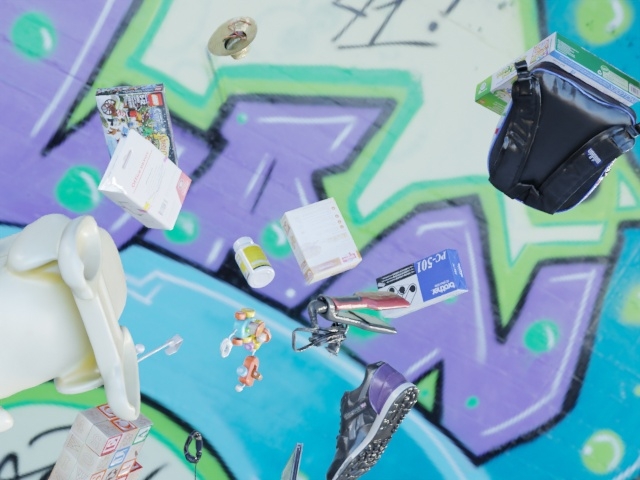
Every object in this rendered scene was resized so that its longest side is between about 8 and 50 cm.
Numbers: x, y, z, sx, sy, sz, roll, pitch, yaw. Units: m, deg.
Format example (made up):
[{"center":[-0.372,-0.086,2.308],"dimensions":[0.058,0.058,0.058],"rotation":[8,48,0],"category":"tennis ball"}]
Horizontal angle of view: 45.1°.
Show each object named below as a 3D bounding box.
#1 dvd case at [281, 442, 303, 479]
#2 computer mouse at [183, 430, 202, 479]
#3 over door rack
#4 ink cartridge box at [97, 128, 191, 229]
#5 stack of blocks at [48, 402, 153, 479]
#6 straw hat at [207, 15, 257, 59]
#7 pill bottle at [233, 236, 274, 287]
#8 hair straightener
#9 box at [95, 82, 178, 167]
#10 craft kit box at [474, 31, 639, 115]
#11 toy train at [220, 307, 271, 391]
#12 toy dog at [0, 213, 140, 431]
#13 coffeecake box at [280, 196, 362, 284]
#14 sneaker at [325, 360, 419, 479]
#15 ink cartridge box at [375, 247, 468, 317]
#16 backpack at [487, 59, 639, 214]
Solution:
[{"center":[-0.072,0.535,1.525],"dimensions":[0.018,0.164,0.221],"rotation":[14,51,-5],"category":"dvd case"},{"center":[-0.246,0.493,1.589],"dimensions":[0.071,0.041,0.242],"rotation":[43,22,-41],"category":"computer mouse"},{"center":[-0.475,0.182,1.750],"dimensions":[0.239,0.108,0.324],"rotation":[45,23,12],"category":"over door rack"},{"center":[-0.337,-0.114,1.441],"dimensions":[0.067,0.115,0.198],"rotation":[7,-22,28],"category":"ink cartridge box"},{"center":[-0.445,0.466,1.534],"dimensions":[0.087,0.297,0.171],"rotation":[33,16,23],"category":"stack of blocks"},{"center":[-0.208,-0.493,1.939],"dimensions":[0.144,0.144,0.061],"rotation":[37,-15,36],"category":"straw hat"},{"center":[-0.156,0.047,1.757],"dimensions":[0.065,0.065,0.116],"rotation":[19,30,-47],"category":"pill bottle"},{"center":[0.034,0.107,0.918],"dimensions":[0.047,0.089,0.230],"rotation":[28,12,25],"category":"hair straightener"},{"center":[-0.444,-0.265,1.882],"dimensions":[0.159,0.233,0.044],"rotation":[-5,39,-2],"category":"box"},{"center":[0.513,-0.322,1.680],"dimensions":[0.250,0.060,0.247],"rotation":[22,-29,-24],"category":"craft kit box"},{"center":[-0.122,0.191,1.350],"dimensions":[0.046,0.125,0.166],"rotation":[11,-28,16],"category":"toy train"},{"center":[-0.488,0.098,1.063],"dimensions":[0.408,0.284,0.395],"rotation":[-13,35,-7],"category":"toy dog"},{"center":[0.000,0.000,1.989],"dimensions":[0.185,0.143,0.068],"rotation":[66,-22,14],"category":"coffeecake box"},{"center":[0.085,0.384,1.626],"dimensions":[0.124,0.283,0.107],"rotation":[40,12,35],"category":"sneaker"},{"center":[0.223,0.099,1.726],"dimensions":[0.046,0.207,0.097],"rotation":[9,63,-48],"category":"ink cartridge box"},{"center":[0.467,-0.198,1.548],"dimensions":[0.277,0.263,0.213],"rotation":[34,25,13],"category":"backpack"}]
